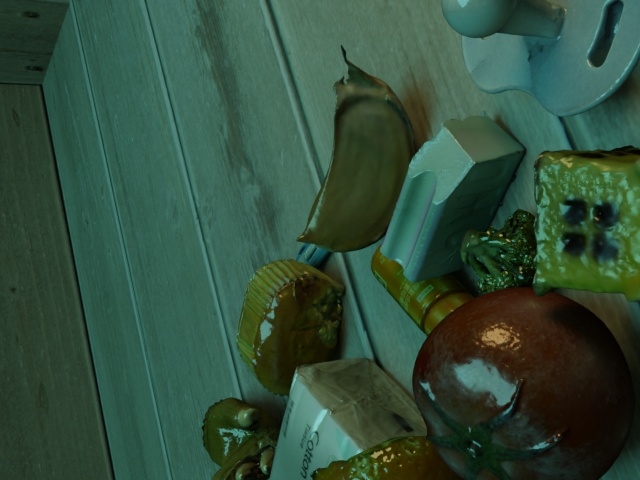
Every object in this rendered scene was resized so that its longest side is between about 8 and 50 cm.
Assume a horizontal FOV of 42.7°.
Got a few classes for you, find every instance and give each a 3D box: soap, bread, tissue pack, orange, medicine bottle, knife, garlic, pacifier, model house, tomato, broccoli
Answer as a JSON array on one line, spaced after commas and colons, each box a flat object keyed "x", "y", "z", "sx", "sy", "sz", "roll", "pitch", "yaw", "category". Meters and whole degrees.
[{"x": 0.191, "y": -0.062, "z": 1.191, "sx": 0.091, "sy": 0.145, "sz": 0.230, "roll": 47, "pitch": 136, "yaw": 34, "category": "soap"}, {"x": -0.056, "y": 0.169, "z": 1.574, "sx": 0.133, "sy": 0.179, "sz": 0.250, "roll": 36, "pitch": 115, "yaw": 61, "category": "bread"}, {"x": 0.043, "y": 0.422, "z": 1.424, "sx": 0.266, "sy": 0.193, "sz": 0.357, "roll": 42, "pitch": 128, "yaw": 49, "category": "tissue pack"}, {"x": 0.123, "y": 0.434, "z": 1.207, "sx": 0.196, "sy": 0.262, "sz": 0.335, "roll": 32, "pitch": 108, "yaw": 47, "category": "orange"}, {"x": 0.164, "y": 0.078, "z": 1.284, "sx": 0.192, "sy": 0.096, "sz": 0.096, "roll": 52, "pitch": 134, "yaw": 43, "category": "medicine bottle"}, {"x": 0.000, "y": 0.000, "z": 1.599, "sx": 0.222, "sy": 0.031, "sz": 0.064, "roll": -54, "pitch": 46, "yaw": 45, "category": "knife"}, {"x": 0.074, "y": -0.139, "z": 1.323, "sx": 0.151, "sy": 0.196, "sz": 0.338, "roll": 30, "pitch": 117, "yaw": 35, "category": "garlic"}, {"x": 0.246, "y": -0.287, "z": 0.985, "sx": 0.299, "sy": 0.233, "sz": 0.244, "roll": 33, "pitch": 118, "yaw": 51, "category": "pacifier"}, {"x": 0.367, "y": -0.008, "z": 0.864, "sx": 0.234, "sy": 0.193, "sz": 0.175, "roll": 19, "pitch": 109, "yaw": 53, "category": "model house"}, {"x": 0.253, "y": 0.181, "z": 1.014, "sx": 0.265, "sy": 0.264, "sz": 0.265, "roll": 10, "pitch": 101, "yaw": 57, "category": "tomato"}, {"x": 0.252, "y": 0.021, "z": 1.117, "sx": 0.130, "sy": 0.120, "sz": 0.131, "roll": 126, "pitch": 165, "yaw": -66, "category": "broccoli"}]

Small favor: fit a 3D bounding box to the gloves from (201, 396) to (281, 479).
[{"x": -0.164, "y": 0.444, "z": 1.795, "sx": 0.356, "sy": 0.155, "sz": 0.203, "roll": -168, "pitch": 83, "yaw": -73, "category": "gloves"}]
